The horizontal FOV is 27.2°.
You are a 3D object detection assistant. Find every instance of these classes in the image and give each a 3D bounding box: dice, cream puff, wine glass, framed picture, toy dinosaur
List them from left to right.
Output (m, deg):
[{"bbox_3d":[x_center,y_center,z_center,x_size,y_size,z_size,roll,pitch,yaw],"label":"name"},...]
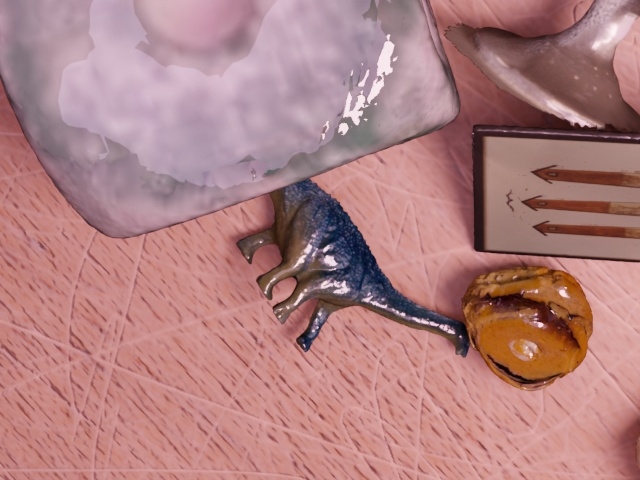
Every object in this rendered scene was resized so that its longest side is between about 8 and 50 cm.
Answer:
[{"bbox_3d":[-0.081,-0.203,1.138,0.328,0.348,0.330,-18,95,9],"label":"dice"},{"bbox_3d":[-0.006,0.010,1.340,0.147,0.076,0.363,-39,91,-2],"label":"toy dinosaur"},{"bbox_3d":[0.202,0.078,1.307,0.133,0.104,0.119,22,139,11],"label":"cream puff"},{"bbox_3d":[0.302,-0.034,1.215,0.324,0.244,0.013,3,64,9],"label":"framed picture"},{"bbox_3d":[0.287,-0.262,1.143,0.238,0.238,0.323,30,110,1],"label":"wine glass"}]

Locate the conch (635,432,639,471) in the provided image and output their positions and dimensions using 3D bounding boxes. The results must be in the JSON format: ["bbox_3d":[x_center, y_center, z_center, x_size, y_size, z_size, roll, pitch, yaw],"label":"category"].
[{"bbox_3d":[0.387,0.242,1.327,0.158,0.127,0.255,-19,127,-19],"label":"conch"}]
